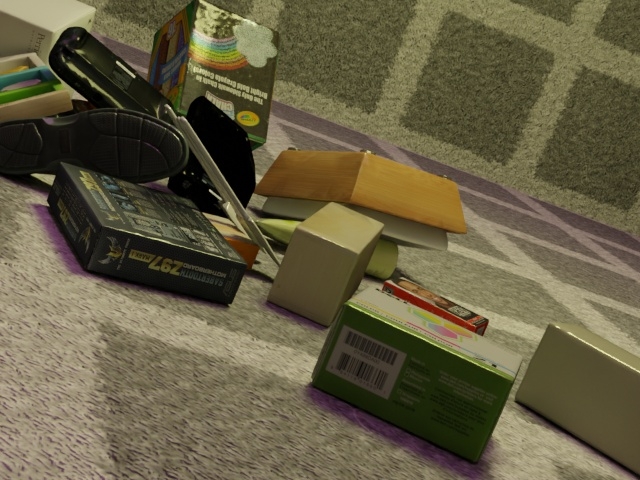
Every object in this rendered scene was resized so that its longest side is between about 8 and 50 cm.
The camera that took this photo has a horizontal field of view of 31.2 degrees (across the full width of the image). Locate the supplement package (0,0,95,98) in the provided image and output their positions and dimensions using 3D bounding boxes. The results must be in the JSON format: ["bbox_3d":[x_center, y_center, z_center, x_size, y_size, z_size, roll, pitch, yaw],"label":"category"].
[{"bbox_3d":[-0.541,-0.329,1.827,0.292,0.178,0.175,22,25,2],"label":"supplement package"}]

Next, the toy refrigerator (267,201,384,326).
[{"bbox_3d":[0.009,0.023,1.506,0.094,0.102,0.269,23,12,6],"label":"toy refrigerator"}]

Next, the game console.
[{"bbox_3d":[-0.233,-0.178,1.655,0.361,0.044,0.213,40,30,-23],"label":"game console"}]

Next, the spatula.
[{"bbox_3d":[-0.134,-0.071,1.515,0.242,0.019,0.168,57,-6,-22],"label":"spatula"}]

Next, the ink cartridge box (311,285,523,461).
[{"bbox_3d":[0.119,0.127,1.250,0.188,0.097,0.255,24,12,11],"label":"ink cartridge box"}]

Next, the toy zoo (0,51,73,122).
[{"bbox_3d":[-0.474,-0.210,1.612,0.192,0.030,0.293,-18,27,-19],"label":"toy zoo"}]

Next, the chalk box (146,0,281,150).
[{"bbox_3d":[-0.202,-0.242,2.018,0.180,0.289,0.179,18,-21,-28],"label":"chalk box"}]

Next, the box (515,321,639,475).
[{"bbox_3d":[0.375,0.205,1.341,0.275,0.113,0.094,32,15,36],"label":"box"}]

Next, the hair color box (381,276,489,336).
[{"bbox_3d":[0.153,0.100,1.568,0.141,0.043,0.072,26,13,20],"label":"hair color box"}]

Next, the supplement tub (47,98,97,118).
[{"bbox_3d":[-0.321,-0.145,1.648,0.106,0.106,0.197,31,14,39],"label":"supplement tub"}]

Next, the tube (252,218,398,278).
[{"bbox_3d":[0.000,0.000,1.705,0.240,0.070,0.062,15,45,-21],"label":"tube"}]

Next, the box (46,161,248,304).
[{"bbox_3d":[-0.210,-0.011,1.356,0.183,0.059,0.232,17,13,-30],"label":"box"}]

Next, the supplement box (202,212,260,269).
[{"bbox_3d":[-0.132,-0.001,1.513,0.062,0.036,0.098,15,15,-37],"label":"supplement box"}]

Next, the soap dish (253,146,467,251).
[{"bbox_3d":[0.063,-0.069,1.821,0.228,0.118,0.290,15,-4,-33],"label":"soap dish"}]

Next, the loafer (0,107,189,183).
[{"bbox_3d":[-0.299,-0.121,1.495,0.267,0.096,0.084,2,-4,4],"label":"loafer"}]
